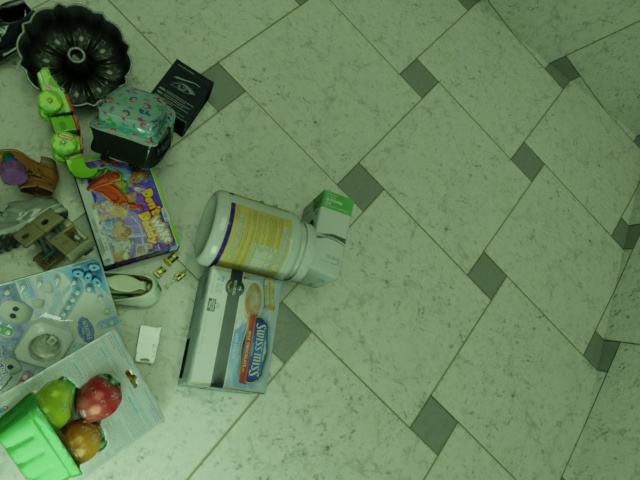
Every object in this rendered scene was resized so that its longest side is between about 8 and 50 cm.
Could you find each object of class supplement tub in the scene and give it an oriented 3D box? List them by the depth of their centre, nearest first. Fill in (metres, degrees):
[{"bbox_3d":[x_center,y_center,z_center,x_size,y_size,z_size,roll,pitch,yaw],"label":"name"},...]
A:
[{"bbox_3d":[-0.205,-0.002,1.566,0.331,0.241,0.240,17,68,-25],"label":"supplement tub"}]

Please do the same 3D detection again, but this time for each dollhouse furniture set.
[{"bbox_3d":[-0.742,0.027,1.407,0.184,0.129,0.129,32,61,22],"label":"dollhouse furniture set"}]

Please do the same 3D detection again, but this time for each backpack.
[{"bbox_3d":[-0.573,-0.364,1.543,0.225,0.191,0.253,17,36,-5],"label":"backpack"}]

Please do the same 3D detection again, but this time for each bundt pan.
[{"bbox_3d":[-0.784,-0.577,1.595,0.331,0.124,0.330,1,88,-22],"label":"bundt pan"}]

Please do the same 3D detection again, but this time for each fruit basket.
[{"bbox_3d":[-0.642,0.459,1.316,0.353,0.165,0.327,-36,115,-36],"label":"fruit basket"}]

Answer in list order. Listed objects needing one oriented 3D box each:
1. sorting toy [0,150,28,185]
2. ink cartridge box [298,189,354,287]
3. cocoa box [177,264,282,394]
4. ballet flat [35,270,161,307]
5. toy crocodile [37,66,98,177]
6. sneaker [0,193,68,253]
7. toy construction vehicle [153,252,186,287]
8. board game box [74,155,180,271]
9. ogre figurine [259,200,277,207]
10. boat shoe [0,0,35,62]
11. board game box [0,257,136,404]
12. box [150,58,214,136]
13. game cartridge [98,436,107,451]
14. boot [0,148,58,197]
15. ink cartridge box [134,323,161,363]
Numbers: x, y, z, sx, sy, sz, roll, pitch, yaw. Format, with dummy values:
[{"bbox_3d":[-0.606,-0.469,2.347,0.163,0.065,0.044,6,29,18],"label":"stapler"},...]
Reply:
[{"bbox_3d":[-1.005,-0.146,1.375,0.366,0.127,0.126,-30,62,-7],"label":"sorting toy"},{"bbox_3d":[0.000,0.000,1.723,0.122,0.211,0.289,19,67,-17],"label":"ink cartridge box"},{"bbox_3d":[-0.275,0.282,1.510,0.228,0.231,0.347,14,70,-19],"label":"cocoa box"},{"bbox_3d":[-0.672,0.133,1.445,0.401,0.139,0.139,2,73,-22],"label":"ballet flat"},{"bbox_3d":[-0.762,-0.343,1.467,0.105,0.115,0.340,-18,88,-29],"label":"toy crocodile"},{"bbox_3d":[-0.897,-0.053,1.439,0.281,0.105,0.115,-32,76,-36],"label":"sneaker"},{"bbox_3d":[-0.481,0.095,1.591,0.098,0.035,0.086,-42,93,-27],"label":"toy construction vehicle"},{"bbox_3d":[-0.618,-0.104,1.569,0.233,0.078,0.347,-18,82,-26],"label":"board game box"},{"bbox_3d":[-0.220,-0.076,1.721,0.197,0.097,0.118,9,82,-8],"label":"ogre figurine"},{"bbox_3d":[-1.019,-0.619,1.512,0.127,0.158,0.340,44,63,-5],"label":"boat shoe"},{"bbox_3d":[-0.739,0.285,1.324,0.390,0.050,0.389,-18,107,-25],"label":"board game box"},{"bbox_3d":[-0.491,-0.497,1.726,0.153,0.108,0.207,32,64,-11],"label":"box"},{"bbox_3d":[-0.600,0.571,1.407,0.056,0.017,0.083,16,69,-14],"label":"game cartridge"},{"bbox_3d":[-0.884,-0.194,1.456,0.197,0.073,0.152,0,46,-26],"label":"boot"},{"bbox_3d":[-0.528,0.316,1.508,0.063,0.029,0.115,12,71,-20],"label":"ink cartridge box"}]
